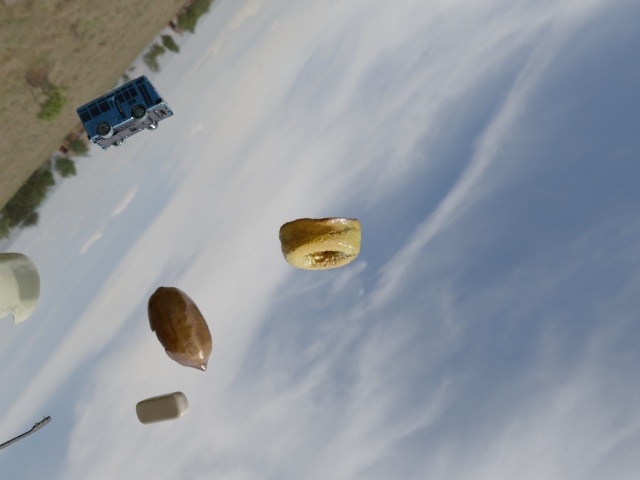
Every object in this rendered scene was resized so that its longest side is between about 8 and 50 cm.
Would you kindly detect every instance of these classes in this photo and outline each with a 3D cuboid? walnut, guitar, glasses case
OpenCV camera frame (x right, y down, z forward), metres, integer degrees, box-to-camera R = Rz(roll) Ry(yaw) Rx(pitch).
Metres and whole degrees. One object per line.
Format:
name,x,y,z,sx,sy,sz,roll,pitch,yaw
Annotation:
walnut,-0.299,0.192,1.165,0.116,0.207,0.116,-32,-179,1
guitar,-0.643,0.403,1.046,0.234,0.088,0.025,-25,-128,-28
glasses case,-0.505,0.535,1.724,0.197,0.083,0.050,-17,176,27

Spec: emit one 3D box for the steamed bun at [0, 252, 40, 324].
steamed bun,-0.777,0.130,1.265,0.200,0.170,0.225,-34,180,1

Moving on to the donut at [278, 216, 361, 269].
donut,-0.001,0.001,1.518,0.254,0.254,0.118,-27,-122,41

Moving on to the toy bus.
toy bus,-0.439,-0.290,1.220,0.185,0.106,0.090,-28,172,-2
